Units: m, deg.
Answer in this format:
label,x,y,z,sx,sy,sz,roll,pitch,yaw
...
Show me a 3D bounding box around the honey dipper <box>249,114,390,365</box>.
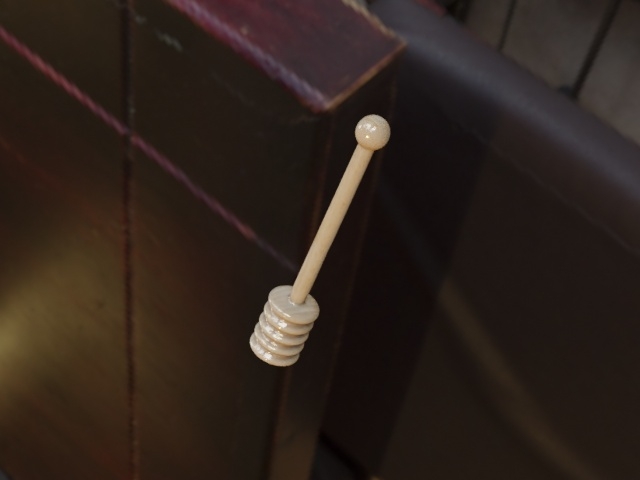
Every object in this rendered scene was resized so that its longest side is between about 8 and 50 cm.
label,x,y,z,sx,sy,sz,roll,pitch,yaw
honey dipper,0.000,0.000,0.717,0.030,0.030,0.160,37,125,21
